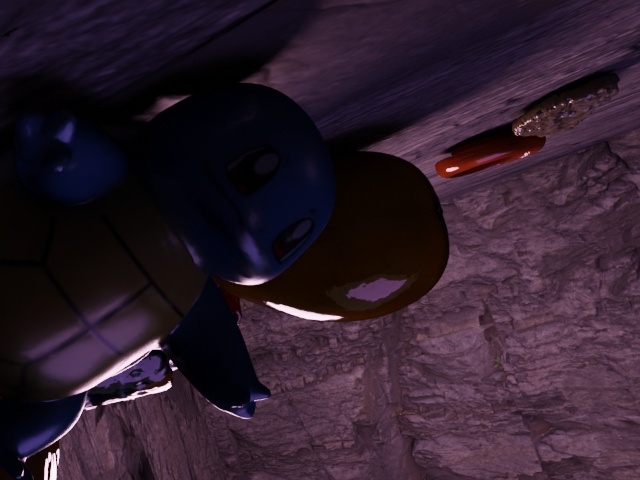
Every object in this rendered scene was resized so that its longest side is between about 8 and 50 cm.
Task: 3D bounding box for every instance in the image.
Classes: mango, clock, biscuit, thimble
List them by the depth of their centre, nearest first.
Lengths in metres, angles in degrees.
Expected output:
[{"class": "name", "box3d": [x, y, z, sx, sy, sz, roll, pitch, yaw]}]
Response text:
[{"class": "thimble", "box3d": [-0.269, 0.084, 0.955, 0.150, 0.237, 0.237, -14, 176, -13]}, {"class": "mango", "box3d": [0.000, 0.000, 1.069, 0.378, 0.221, 0.264, -7, -174, 36]}, {"class": "biscuit", "box3d": [0.370, -0.202, 1.243, 0.141, 0.038, 0.290, -18, 175, 0]}, {"class": "clock", "box3d": [0.310, -0.162, 1.445, 0.205, 0.051, 0.205, -17, 177, -1]}]

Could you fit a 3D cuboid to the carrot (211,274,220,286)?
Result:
[{"class": "carrot", "box3d": [-0.162, 0.037, 0.954, 0.061, 0.061, 0.209, -18, 173, -3]}]

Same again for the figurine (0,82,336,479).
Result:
[{"class": "figurine", "box3d": [-0.185, 0.035, 0.584, 0.417, 0.297, 0.243, -17, -149, 17]}]

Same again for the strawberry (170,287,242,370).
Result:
[{"class": "strawberry", "box3d": [-0.262, 0.086, 1.218, 0.261, 0.257, 0.261, -13, 154, -6]}]

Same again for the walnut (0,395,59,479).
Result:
[{"class": "walnut", "box3d": [-0.428, 0.198, 0.789, 0.308, 0.354, 0.398, -49, -172, -13]}]
